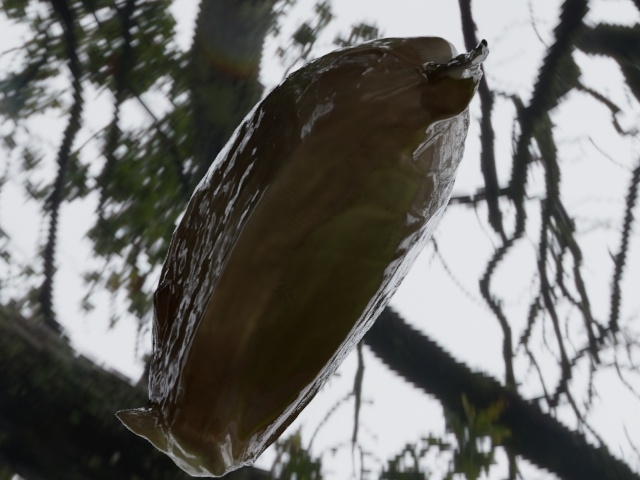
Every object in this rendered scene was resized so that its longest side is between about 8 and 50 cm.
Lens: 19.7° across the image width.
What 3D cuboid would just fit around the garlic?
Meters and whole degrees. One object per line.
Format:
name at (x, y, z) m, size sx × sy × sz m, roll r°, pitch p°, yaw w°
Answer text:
garlic at (0.006, -0.010, 0.677) m, size 0.090 × 0.128 × 0.198 m, roll 36°, pitch -69°, yaw -10°
